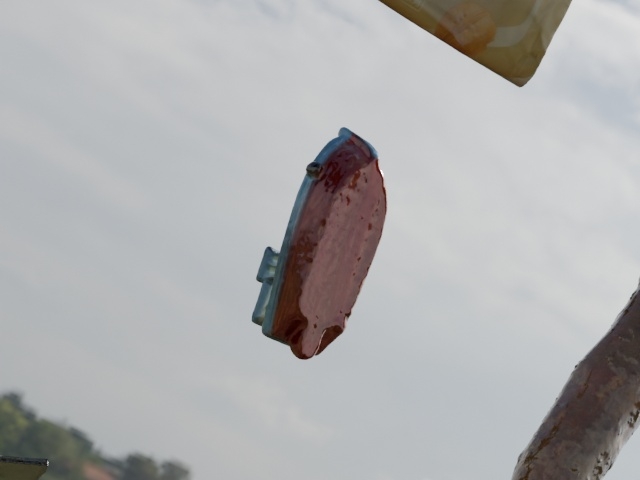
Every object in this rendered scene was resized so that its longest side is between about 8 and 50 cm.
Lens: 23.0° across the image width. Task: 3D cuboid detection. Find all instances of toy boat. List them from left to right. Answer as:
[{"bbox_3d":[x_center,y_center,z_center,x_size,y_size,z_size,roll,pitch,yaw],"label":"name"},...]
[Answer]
[{"bbox_3d":[0.000,0.000,1.119,0.069,0.173,0.059,27,-12,-41],"label":"toy boat"}]

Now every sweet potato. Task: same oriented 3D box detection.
[{"bbox_3d":[0.189,0.137,1.123,0.066,0.314,0.072,20,-25,39],"label":"sweet potato"}]

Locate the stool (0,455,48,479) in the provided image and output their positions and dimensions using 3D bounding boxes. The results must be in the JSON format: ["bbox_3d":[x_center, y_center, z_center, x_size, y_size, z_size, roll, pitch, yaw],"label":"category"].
[{"bbox_3d":[-0.474,0.390,1.882,0.269,0.243,0.170,6,-26,-16],"label":"stool"}]

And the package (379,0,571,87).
[{"bbox_3d":[0.139,-0.342,1.679,0.311,0.221,0.165,31,-48,-13],"label":"package"}]
